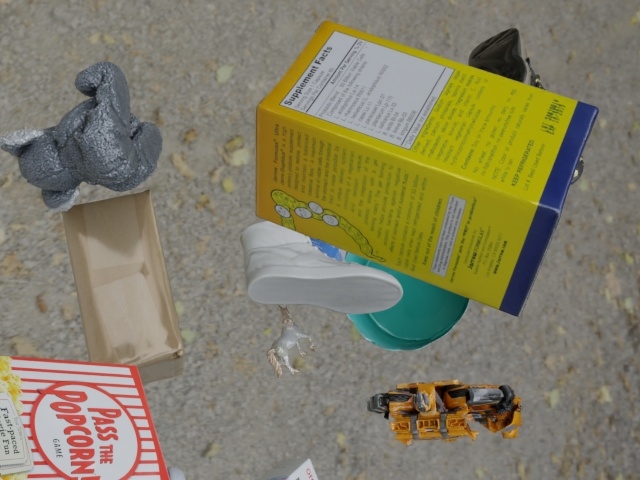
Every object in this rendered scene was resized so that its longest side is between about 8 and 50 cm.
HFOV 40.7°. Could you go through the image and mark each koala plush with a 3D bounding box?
[{"bbox_3d":[-0.402,-0.147,1.412,0.203,0.221,0.196,-93,161,-49],"label":"koala plush"}]

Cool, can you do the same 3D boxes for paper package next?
[{"bbox_3d":[-0.370,0.107,1.646,0.168,0.309,0.325,-12,76,-12],"label":"paper package"}]

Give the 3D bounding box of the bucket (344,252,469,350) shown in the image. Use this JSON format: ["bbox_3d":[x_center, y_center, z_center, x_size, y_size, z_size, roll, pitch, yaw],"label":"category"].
[{"bbox_3d":[0.184,0.092,1.798,0.183,0.281,0.281,30,53,-78],"label":"bucket"}]

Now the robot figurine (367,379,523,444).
[{"bbox_3d":[0.194,0.251,1.254,0.291,0.211,0.085,24,59,-61],"label":"robot figurine"}]

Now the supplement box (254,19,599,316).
[{"bbox_3d":[0.119,-0.092,1.048,0.195,0.356,0.194,96,21,-49],"label":"supplement box"}]

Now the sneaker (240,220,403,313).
[{"bbox_3d":[0.000,0.035,1.531,0.292,0.108,0.169,9,40,-24],"label":"sneaker"}]

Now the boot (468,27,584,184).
[{"bbox_3d":[0.365,-0.188,1.552,0.284,0.138,0.377,54,29,-25],"label":"boot"}]

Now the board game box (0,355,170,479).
[{"bbox_3d":[-0.222,0.167,0.695,0.193,0.045,0.147,13,41,-45],"label":"board game box"}]

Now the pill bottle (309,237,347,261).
[{"bbox_3d":[0.000,0.000,1.767,0.124,0.124,0.221,47,46,-26],"label":"pill bottle"}]

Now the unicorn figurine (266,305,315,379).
[{"bbox_3d":[-0.066,0.213,1.850,0.111,0.060,0.162,53,34,-14],"label":"unicorn figurine"}]

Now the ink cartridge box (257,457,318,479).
[{"bbox_3d":[-0.086,0.579,1.818,0.212,0.093,0.154,-28,100,-52],"label":"ink cartridge box"}]

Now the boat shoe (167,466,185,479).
[{"bbox_3d":[-0.330,0.513,1.487,0.094,0.109,0.302,22,108,-27],"label":"boat shoe"}]
